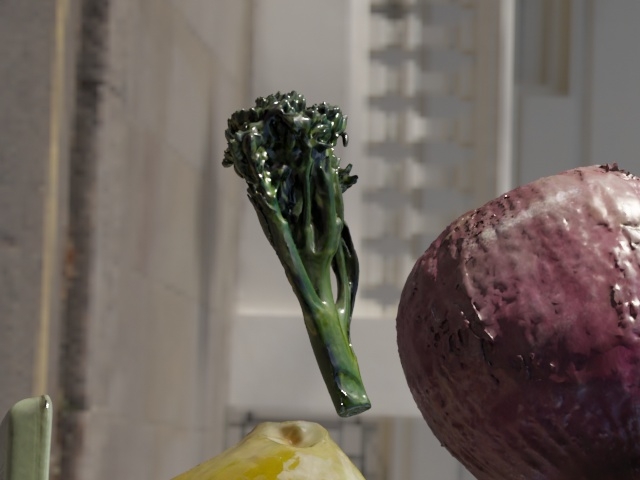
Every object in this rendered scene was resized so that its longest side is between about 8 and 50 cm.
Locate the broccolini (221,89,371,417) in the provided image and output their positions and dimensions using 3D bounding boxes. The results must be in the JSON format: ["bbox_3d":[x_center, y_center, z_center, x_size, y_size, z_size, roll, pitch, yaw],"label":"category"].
[{"bbox_3d":[-0.014,0.009,1.119,0.091,0.068,0.203,9,71,-49],"label":"broccolini"}]

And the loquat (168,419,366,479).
[{"bbox_3d":[-0.033,0.168,0.768,0.152,0.152,0.195,55,49,-80],"label":"loquat"}]

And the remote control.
[{"bbox_3d":[-0.235,0.273,1.435,0.090,0.038,0.310,132,-39,-63],"label":"remote control"}]

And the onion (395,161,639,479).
[{"bbox_3d":[0.190,0.102,1.404,0.159,0.267,0.349,35,31,-57],"label":"onion"}]
